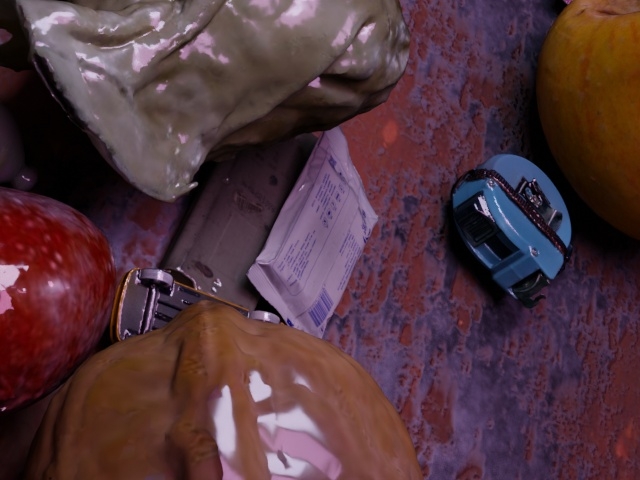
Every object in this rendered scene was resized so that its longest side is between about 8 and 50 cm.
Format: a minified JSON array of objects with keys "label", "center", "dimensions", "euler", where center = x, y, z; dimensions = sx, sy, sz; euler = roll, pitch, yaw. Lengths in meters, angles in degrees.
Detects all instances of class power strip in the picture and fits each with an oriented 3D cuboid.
[{"label":"power strip","center":[-0.062,-0.040,1.423],"dimensions":[0.092,0.034,0.268],"euler":[36,52,-17]}]

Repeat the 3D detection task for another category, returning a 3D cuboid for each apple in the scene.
[{"label":"apple","center":[0.379,-0.146,1.645],"dimensions":[0.275,0.299,0.299],"euler":[56,47,-21]}]

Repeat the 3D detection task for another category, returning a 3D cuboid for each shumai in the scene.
[{"label":"shumai","center":[-0.096,-0.149,1.263],"dimensions":[0.330,0.292,0.288],"euler":[31,34,-13]}]

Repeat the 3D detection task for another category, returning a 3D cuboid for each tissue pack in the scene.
[{"label":"tissue pack","center":[0.000,0.000,1.427],"dimensions":[0.122,0.026,0.193],"euler":[57,44,-36]}]

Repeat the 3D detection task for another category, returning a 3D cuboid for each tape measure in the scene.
[{"label":"tape measure","center":[0.193,-0.020,1.576],"dimensions":[0.146,0.081,0.125],"euler":[47,39,-10]}]

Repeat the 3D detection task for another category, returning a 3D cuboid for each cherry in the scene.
[{"label":"cherry","center":[-0.242,0.040,1.152],"dimensions":[0.249,0.192,0.175],"euler":[-24,102,-50]}]

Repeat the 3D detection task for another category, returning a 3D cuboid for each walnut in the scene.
[{"label":"walnut","center":[-0.068,0.210,1.139],"dimensions":[0.306,0.306,0.344],"euler":[6,73,-35]}]

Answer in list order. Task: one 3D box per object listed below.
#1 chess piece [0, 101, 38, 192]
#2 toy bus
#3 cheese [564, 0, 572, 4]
[{"label":"chess piece","center":[-0.325,-0.126,1.224],"dimensions":[0.271,0.139,0.139],"euler":[44,49,-28]},{"label":"toy bus","center":[-0.107,0.081,1.306],"dimensions":[0.162,0.074,0.070],"euler":[23,64,-30]},{"label":"cheese","center":[0.337,-0.338,1.846],"dimensions":[0.155,0.062,0.244],"euler":[44,49,-10]}]
